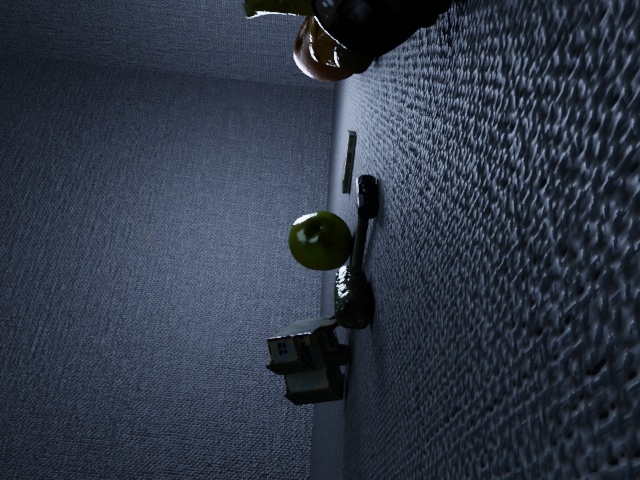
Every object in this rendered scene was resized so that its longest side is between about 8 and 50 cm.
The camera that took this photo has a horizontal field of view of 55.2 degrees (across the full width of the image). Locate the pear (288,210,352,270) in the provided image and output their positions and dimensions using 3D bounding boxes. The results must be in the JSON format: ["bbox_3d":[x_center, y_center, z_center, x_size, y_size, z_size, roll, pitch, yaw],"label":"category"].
[{"bbox_3d":[0.000,0.000,1.756,0.219,0.187,0.188,35,-119,-85],"label":"pear"}]

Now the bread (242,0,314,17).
[{"bbox_3d":[-0.012,-0.657,1.459,0.233,0.361,0.245,-88,1,-59],"label":"bread"}]

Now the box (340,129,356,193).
[{"bbox_3d":[0.091,-0.264,2.054,0.109,0.029,0.198,-91,8,-72],"label":"box"}]

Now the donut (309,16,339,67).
[{"bbox_3d":[0.060,-0.595,1.712,0.226,0.113,0.227,-48,-25,-32],"label":"donut"}]

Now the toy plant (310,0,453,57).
[{"bbox_3d":[0.095,-0.347,0.721,0.235,0.175,0.218,-49,31,34],"label":"toy plant"}]

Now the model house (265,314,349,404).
[{"bbox_3d":[-0.014,0.316,1.566,0.271,0.178,0.207,-13,-87,-76],"label":"model house"}]

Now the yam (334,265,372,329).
[{"bbox_3d":[0.065,0.114,1.259,0.179,0.078,0.078,-86,2,-69],"label":"yam"}]

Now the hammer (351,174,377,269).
[{"bbox_3d":[0.089,0.028,1.404,0.111,0.043,0.365,-89,3,-50],"label":"hammer"}]

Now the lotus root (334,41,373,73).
[{"bbox_3d":[0.092,-0.504,1.578,0.209,0.120,0.120,87,-172,-78],"label":"lotus root"}]

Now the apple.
[{"bbox_3d":[0.028,-0.649,2.020,0.253,0.253,0.254,-175,90,-88],"label":"apple"}]
